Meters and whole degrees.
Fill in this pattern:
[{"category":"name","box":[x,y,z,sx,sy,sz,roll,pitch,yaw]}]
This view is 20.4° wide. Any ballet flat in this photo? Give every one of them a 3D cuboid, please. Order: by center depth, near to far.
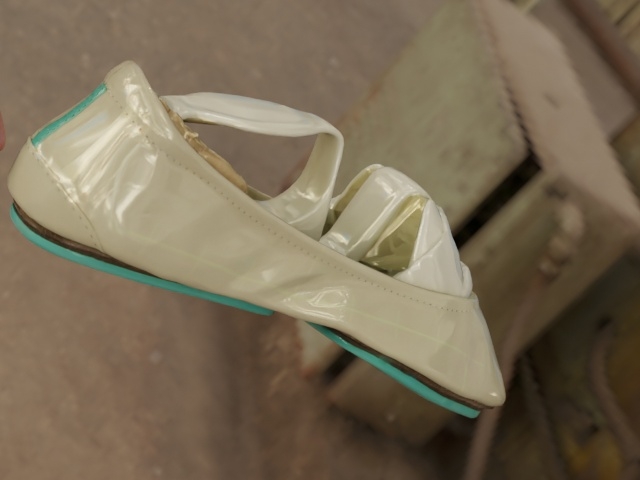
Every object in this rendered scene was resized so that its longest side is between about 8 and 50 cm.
[{"category":"ballet flat","box":[0.000,0.000,0.659,0.248,0.086,0.086,24,31,-43]}]

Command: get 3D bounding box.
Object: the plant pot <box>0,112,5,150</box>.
[{"category":"plant pot","box":[-0.297,-0.146,0.830,0.275,0.275,0.243,-23,111,-64]}]
